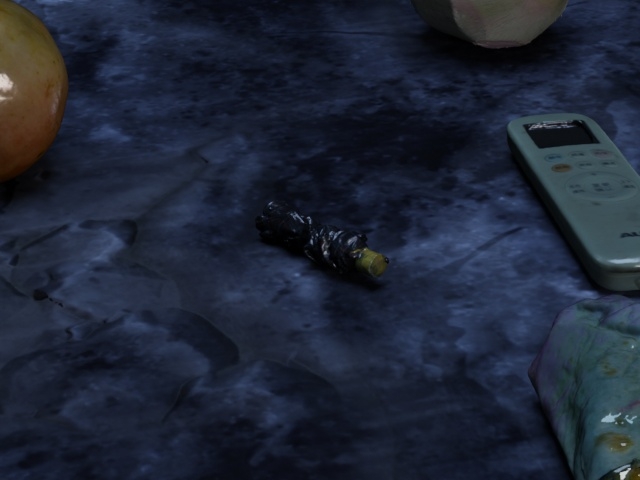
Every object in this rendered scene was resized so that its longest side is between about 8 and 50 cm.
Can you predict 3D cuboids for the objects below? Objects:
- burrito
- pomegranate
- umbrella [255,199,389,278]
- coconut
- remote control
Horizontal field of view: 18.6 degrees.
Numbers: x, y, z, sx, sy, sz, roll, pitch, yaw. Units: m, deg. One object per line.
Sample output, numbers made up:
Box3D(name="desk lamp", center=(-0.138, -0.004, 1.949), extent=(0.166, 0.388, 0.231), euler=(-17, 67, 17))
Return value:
Box3D(name="burrito", center=(0.220, 0.109, 1.336), extent=(0.144, 0.089, 0.229), euler=(-5, 29, -9))
Box3D(name="pomegranate", center=(-0.322, -0.142, 1.774), extent=(0.191, 0.191, 0.191), euler=(-2, 27, 1))
Box3D(name="umbrella", center=(0.000, 0.000, 1.620), extent=(0.040, 0.037, 0.144), euler=(-8, 21, -40))
Box3D(name="coconut", center=(0.185, -0.279, 2.012), extent=(0.171, 0.171, 0.183), euler=(-23, 30, -33))
Box3D(name="remote control", center=(0.234, -0.038, 1.670), extent=(0.090, 0.038, 0.309), euler=(-7, 27, -7))
